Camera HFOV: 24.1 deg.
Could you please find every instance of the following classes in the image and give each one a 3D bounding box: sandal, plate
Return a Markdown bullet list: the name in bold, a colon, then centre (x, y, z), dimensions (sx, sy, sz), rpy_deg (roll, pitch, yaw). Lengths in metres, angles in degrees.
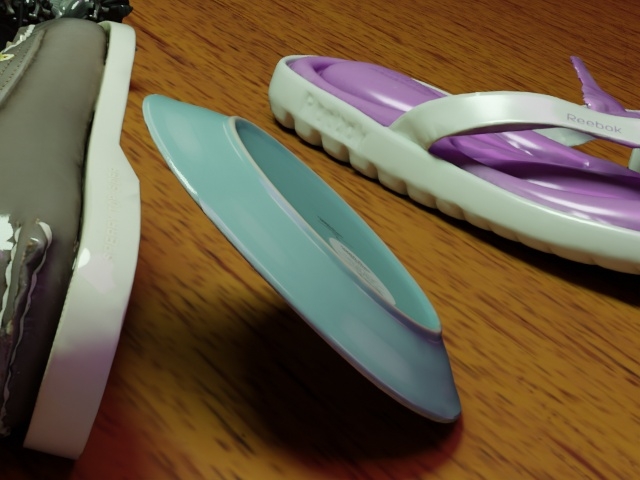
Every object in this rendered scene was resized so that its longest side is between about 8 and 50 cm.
- **sandal**: centre (0.132, -0.068, 0.946), dimensions (0.416, 0.102, 0.169), rpy_deg (22, 22, 32)
- **plate**: centre (0.000, 0.000, 0.633), dimensions (0.188, 0.024, 0.188), rpy_deg (45, 9, -9)

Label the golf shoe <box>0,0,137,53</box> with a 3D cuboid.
- **golf shoe**: centre (-0.206, -0.132, 0.969), dimensions (0.094, 0.077, 0.198), rpy_deg (7, 9, 26)

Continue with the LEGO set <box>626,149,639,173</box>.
- **LEGO set**: centre (0.324, -0.048, 1.062), dimensions (0.227, 0.093, 0.087), rpy_deg (16, 18, 4)

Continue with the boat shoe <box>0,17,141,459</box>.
- **boat shoe**: centre (-0.134, -0.026, 0.619), dimensions (0.096, 0.117, 0.324), rpy_deg (13, 23, -14)
